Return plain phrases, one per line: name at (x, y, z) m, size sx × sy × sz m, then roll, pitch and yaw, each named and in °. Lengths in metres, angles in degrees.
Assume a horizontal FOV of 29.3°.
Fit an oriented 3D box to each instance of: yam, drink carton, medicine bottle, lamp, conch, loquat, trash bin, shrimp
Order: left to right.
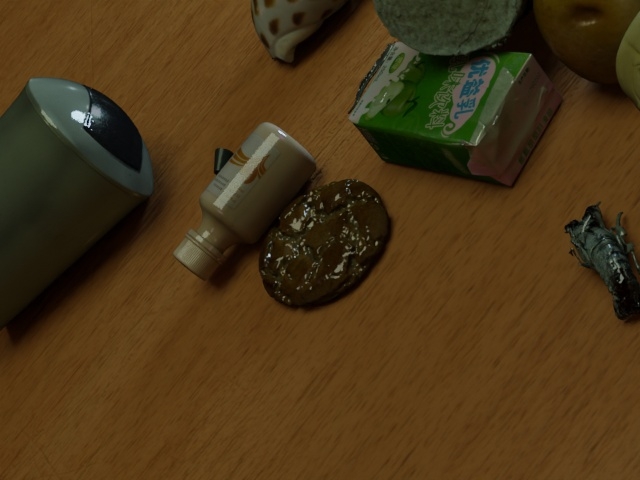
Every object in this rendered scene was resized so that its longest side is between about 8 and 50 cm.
trash bin at (-0.492, -0.072, 2.097) m, size 0.432 × 0.280 × 0.280 m, roll -44°, pitch 39°, yaw 9°
lamp at (-0.132, -0.127, 2.004) m, size 0.121 × 0.041 × 0.054 m, roll -8°, pitch 61°, yaw 41°
medicine bottle at (-0.122, -0.054, 1.867) m, size 0.252 × 0.114 × 0.114 m, roll -52°, pitch 39°, yaw -4°
conch at (-0.029, -0.447, 2.084) m, size 0.182 × 0.149 × 0.275 m, roll 15°, pitch 66°, yaw 51°
drink carton at (0.177, -0.180, 1.706) m, size 0.271 × 0.108 × 0.161 m, roll 15°, pitch 69°, yaw 48°
yam at (0.214, -0.416, 1.716) m, size 0.241 × 0.241 × 0.348 m, roll -14°, pitch 30°, yaw 34°
shrimp at (0.338, 0.010, 1.432) m, size 0.082 × 0.076 × 0.174 m, roll -19°, pitch 43°, yaw -1°
loquat at (0.374, -0.314, 1.574) m, size 0.213 × 0.213 × 0.213 m, roll -24°, pitch 44°, yaw 26°

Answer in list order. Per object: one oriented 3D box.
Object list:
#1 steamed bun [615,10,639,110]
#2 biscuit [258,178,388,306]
steamed bun at (0.482, -0.208, 1.341) m, size 0.272 × 0.166 × 0.232 m, roll -9°, pitch 25°, yaw -9°
biscuit at (0.000, 0.000, 1.769) m, size 0.226 × 0.042 × 0.226 m, roll -25°, pitch 44°, yaw 27°
